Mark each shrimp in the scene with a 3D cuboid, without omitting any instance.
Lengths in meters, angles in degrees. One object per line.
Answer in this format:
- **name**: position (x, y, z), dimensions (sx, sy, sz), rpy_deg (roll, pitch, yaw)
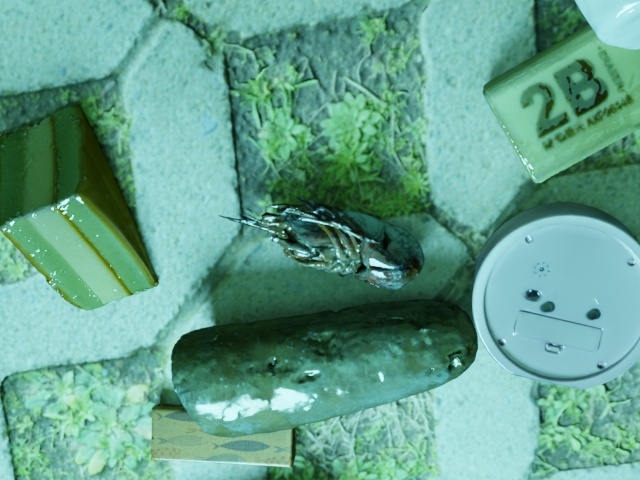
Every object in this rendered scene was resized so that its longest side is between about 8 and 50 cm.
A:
- **shrimp**: position (0.000, 0.000, 1.162), dimensions (0.233, 0.079, 0.090), rpy_deg (13, 143, 7)

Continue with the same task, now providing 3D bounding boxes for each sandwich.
- **sandwich**: position (-0.277, -0.033, 1.220), dimensions (0.117, 0.144, 0.187), rpy_deg (-20, 136, 12)

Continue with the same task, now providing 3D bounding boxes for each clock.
- **clock**: position (0.264, 0.060, 1.143), dimensions (0.197, 0.068, 0.196), rpy_deg (2, 105, 7)

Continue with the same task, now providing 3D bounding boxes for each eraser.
- **eraser**: position (0.269, -0.151, 1.094), dimensions (0.172, 0.058, 0.117), rpy_deg (-29, 99, 13)

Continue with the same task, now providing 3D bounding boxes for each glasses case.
- **glasses case**: position (-0.114, 0.230, 1.250), dimensions (0.170, 0.041, 0.064), rpy_deg (1, 93, 8)

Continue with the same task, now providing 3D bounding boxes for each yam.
- **yam**: position (0.010, 0.134, 1.172), dimensions (0.331, 0.133, 0.133), rpy_deg (-12, 102, 5)

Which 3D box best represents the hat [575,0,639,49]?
- **hat**: position (0.300, -0.258, 0.979), dimensions (0.203, 0.203, 0.126), rpy_deg (-23, 70, 13)
